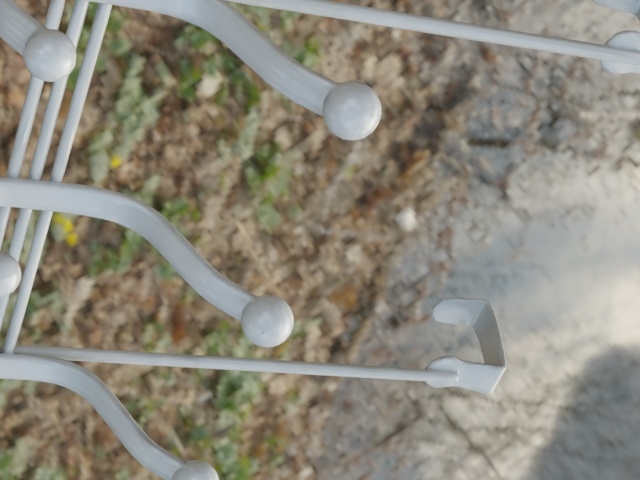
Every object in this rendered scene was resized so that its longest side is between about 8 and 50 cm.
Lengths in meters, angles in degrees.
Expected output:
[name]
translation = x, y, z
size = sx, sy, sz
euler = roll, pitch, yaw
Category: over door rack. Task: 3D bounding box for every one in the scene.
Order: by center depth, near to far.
[over door rack]
translation = 0.000, 0.000, 0.683
size = 0.324, 0.108, 0.239
euler = -3, 136, -30
